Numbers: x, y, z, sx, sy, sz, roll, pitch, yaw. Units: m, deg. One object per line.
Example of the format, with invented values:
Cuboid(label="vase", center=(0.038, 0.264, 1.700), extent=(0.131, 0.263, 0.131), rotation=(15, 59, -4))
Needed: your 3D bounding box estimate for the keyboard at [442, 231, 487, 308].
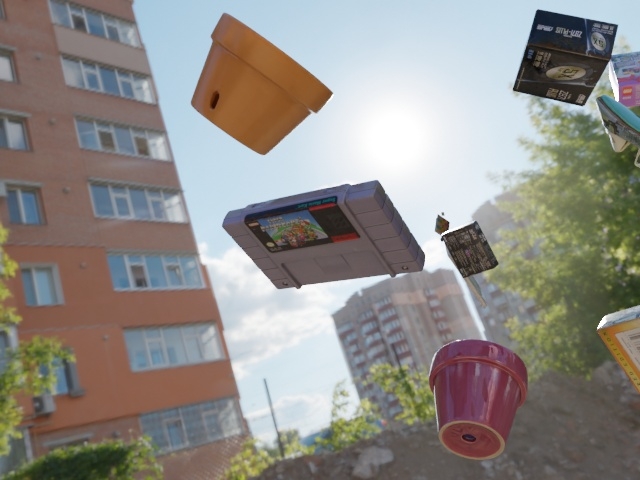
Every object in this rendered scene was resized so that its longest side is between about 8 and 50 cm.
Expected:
Cuboid(label="keyboard", center=(0.348, 0.076, 1.561), extent=(0.014, 0.072, 0.256), rotation=(-27, -45, 16))

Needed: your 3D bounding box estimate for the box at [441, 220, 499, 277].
Cuboid(label="box", center=(0.248, 0.015, 1.077), extent=(0.067, 0.083, 0.018), rotation=(-26, 4, 45))

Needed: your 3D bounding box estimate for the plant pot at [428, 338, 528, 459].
Cuboid(label="plant pot", center=(0.316, 0.333, 1.319), extent=(0.201, 0.180, 0.201), rotation=(10, -48, 11))

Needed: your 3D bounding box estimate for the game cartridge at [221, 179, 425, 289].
Cuboid(label="game cartridge", center=(0.000, 0.000, 1.279), extent=(0.355, 0.068, 0.230), rotation=(-10, -41, 33))

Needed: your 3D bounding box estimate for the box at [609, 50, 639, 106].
Cuboid(label="box", center=(0.809, -0.376, 1.441), extent=(0.293, 0.201, 0.057), rotation=(-3, -58, 21))

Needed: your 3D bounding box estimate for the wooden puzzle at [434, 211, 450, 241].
Cuboid(label="wooden puzzle", center=(0.312, -0.035, 1.662), extent=(0.049, 0.083, 0.006), rotation=(29, -29, -34))

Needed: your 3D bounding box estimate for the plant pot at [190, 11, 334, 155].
Cuboid(label="plant pot", center=(-0.144, -0.322, 1.411), extent=(0.203, 0.291, 0.291), rotation=(-55, -27, 7))

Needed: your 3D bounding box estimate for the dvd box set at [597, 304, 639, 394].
Cuboid(label="dvd box set", center=(0.726, 0.205, 1.065), extent=(0.062, 0.308, 0.420), rotation=(-36, 1, -40))

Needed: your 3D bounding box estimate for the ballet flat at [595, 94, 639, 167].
Cuboid(label="ballet flat", center=(0.495, -0.150, 1.004), extent=(0.070, 0.188, 0.070), rotation=(-45, -16, -17))

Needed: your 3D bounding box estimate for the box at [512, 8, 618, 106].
Cuboid(label="box", center=(0.459, -0.343, 1.234), extent=(0.147, 0.078, 0.180), rotation=(16, -12, 11))
